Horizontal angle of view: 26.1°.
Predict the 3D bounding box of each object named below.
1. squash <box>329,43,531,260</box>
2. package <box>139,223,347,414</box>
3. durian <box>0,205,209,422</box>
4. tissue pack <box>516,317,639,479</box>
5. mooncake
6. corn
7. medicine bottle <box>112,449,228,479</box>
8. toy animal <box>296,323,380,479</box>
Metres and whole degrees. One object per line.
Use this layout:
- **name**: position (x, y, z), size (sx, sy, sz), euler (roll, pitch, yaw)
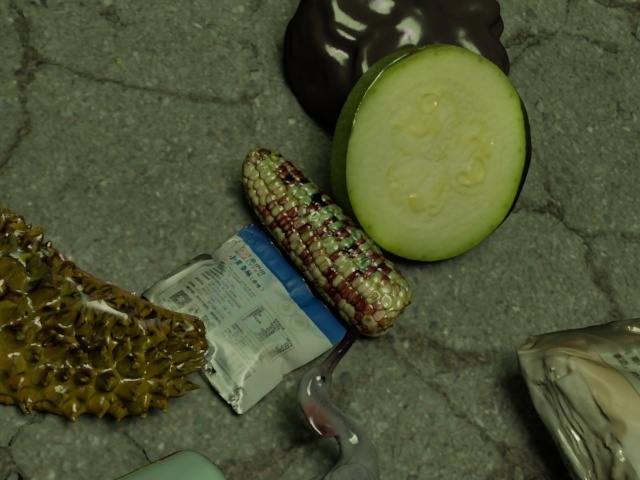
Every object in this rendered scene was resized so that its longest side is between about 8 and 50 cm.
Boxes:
- **squash**: position (0.130, -0.101, 1.583), size (0.252, 0.049, 0.252), euler (-6, 104, -26)
- **package**: position (-0.080, 0.081, 1.493), size (0.173, 0.027, 0.171), euler (-33, 74, -34)
- **durian**: position (-0.273, 0.074, 1.362), size (0.341, 0.112, 0.191), euler (31, 54, -3)
- **tissue pack**: position (0.440, 0.234, 1.520), size (0.390, 0.195, 0.376), euler (-7, 61, -26)
- **mooncake**: position (0.101, -0.238, 1.686), size (0.283, 0.141, 0.283), euler (9, 61, -17)
- **corn**: position (0.000, 0.000, 1.537), size (0.086, 0.086, 0.253), euler (-36, 77, -34)
- **medicine bottle**: position (-0.184, 0.292, 1.257), size (0.225, 0.139, 0.139), euler (-21, 72, -31)
- **toy animal**: position (0.028, 0.266, 1.391), size (0.195, 0.090, 0.324), euler (-21, 81, -38)
